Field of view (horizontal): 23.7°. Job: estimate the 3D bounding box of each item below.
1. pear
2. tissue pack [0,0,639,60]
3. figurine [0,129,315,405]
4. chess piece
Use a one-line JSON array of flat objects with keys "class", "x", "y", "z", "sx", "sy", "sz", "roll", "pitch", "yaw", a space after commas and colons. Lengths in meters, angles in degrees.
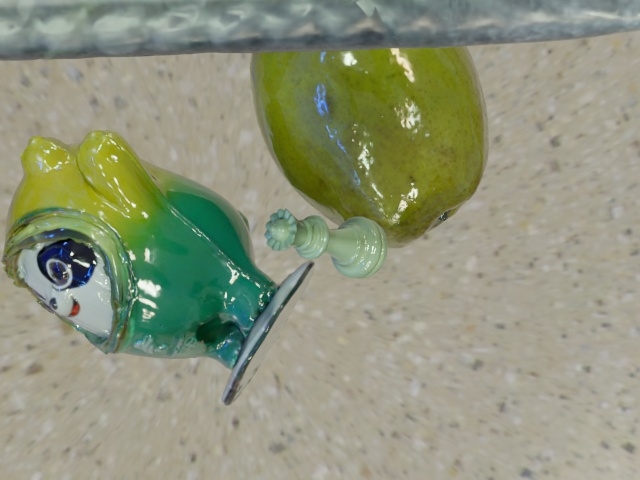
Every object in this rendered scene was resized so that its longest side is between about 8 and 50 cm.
[{"class": "pear", "x": 0.056, "y": -0.147, "z": 1.635, "sx": 0.253, "sy": 0.253, "sz": 0.307, "roll": -34, "pitch": 78, "yaw": -4}, {"class": "tissue pack", "x": -0.048, "y": -0.185, "z": 0.724, "sx": 0.394, "sy": 0.288, "sz": 0.124, "roll": 0, "pitch": 120, "yaw": 7}, {"class": "figurine", "x": -0.194, "y": 0.019, "z": 1.710, "sx": 0.340, "sy": 0.324, "sz": 0.231, "roll": 32, "pitch": 54, "yaw": 2}, {"class": "chess piece", "x": 0.000, "y": 0.000, "z": 0.992, "sx": 0.093, "sy": 0.042, "sz": 0.042, "roll": 11, "pitch": 86, "yaw": -47}]
